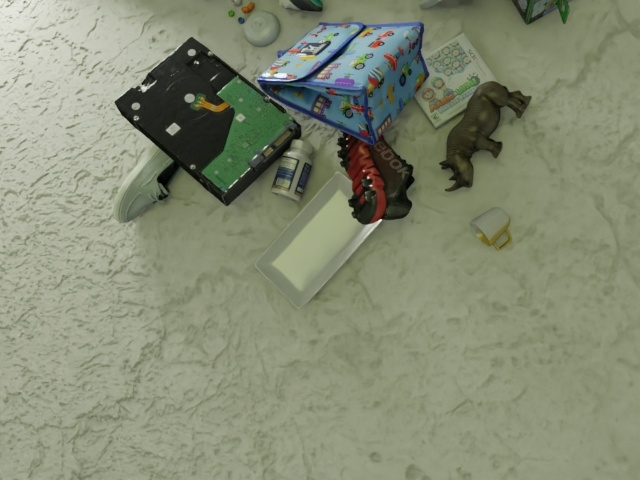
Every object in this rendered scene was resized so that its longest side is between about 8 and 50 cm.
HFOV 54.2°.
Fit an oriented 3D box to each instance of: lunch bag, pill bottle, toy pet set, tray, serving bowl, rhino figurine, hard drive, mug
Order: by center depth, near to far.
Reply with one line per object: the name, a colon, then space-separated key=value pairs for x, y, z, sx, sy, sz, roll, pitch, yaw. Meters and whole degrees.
mug: x=0.338 y=-0.027 z=1.225 sx=0.064 sy=0.078 sz=0.062 roll=-39 pitch=43 yaw=-4
rhino figurine: x=0.311 y=-0.203 z=1.240 sx=0.106 sy=0.073 sz=0.243 roll=31 pitch=96 yaw=10
lunch bag: x=0.034 y=-0.344 z=1.264 sx=0.293 sy=0.138 sz=0.221 roll=22 pitch=59 yaw=30
tray: x=0.000 y=0.000 z=1.303 sx=0.145 sy=0.030 sz=0.270 roll=43 pitch=93 yaw=14
pill bottle: x=-0.056 y=-0.148 z=1.317 sx=0.067 sy=0.067 sz=0.120 roll=18 pitch=87 yaw=14
hard drive: x=-0.240 y=-0.261 z=1.345 sx=0.339 sy=0.064 sz=0.237 roll=39 pitch=75 yaw=15
serving bowl: x=-0.134 y=-0.478 z=1.399 sx=0.083 sy=0.027 sz=0.083 roll=-2 pitch=81 yaw=13
toy pet set: x=-0.200 y=-0.575 z=1.406 sx=0.122 sy=0.065 sz=0.114 roll=37 pitch=93 yaw=14

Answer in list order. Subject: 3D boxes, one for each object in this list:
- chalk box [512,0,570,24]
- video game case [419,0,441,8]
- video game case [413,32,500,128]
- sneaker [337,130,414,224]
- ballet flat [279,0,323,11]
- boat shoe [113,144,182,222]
chalk box: x=0.441 y=-0.528 z=1.225 sx=0.132 sy=0.132 sz=0.213 roll=-29 pitch=78 yaw=8
video game case: x=0.285 y=-0.602 z=1.249 sx=0.026 sy=0.206 sz=0.226 roll=15 pitch=84 yaw=-27
video game case: x=0.267 y=-0.330 z=1.294 sx=0.157 sy=0.019 sz=0.143 roll=-32 pitch=77 yaw=7
sneaker: x=0.116 y=-0.150 z=1.264 sx=0.135 sy=0.097 sz=0.276 roll=5 pitch=57 yaw=-24
ballet flat: x=-0.077 y=-0.559 z=1.383 sx=0.074 sy=0.074 sz=0.203 roll=-42 pitch=82 yaw=4
boat shoe: x=-0.367 y=-0.126 z=1.377 sx=0.081 sy=0.079 sz=0.227 roll=33 pitch=87 yaw=19
